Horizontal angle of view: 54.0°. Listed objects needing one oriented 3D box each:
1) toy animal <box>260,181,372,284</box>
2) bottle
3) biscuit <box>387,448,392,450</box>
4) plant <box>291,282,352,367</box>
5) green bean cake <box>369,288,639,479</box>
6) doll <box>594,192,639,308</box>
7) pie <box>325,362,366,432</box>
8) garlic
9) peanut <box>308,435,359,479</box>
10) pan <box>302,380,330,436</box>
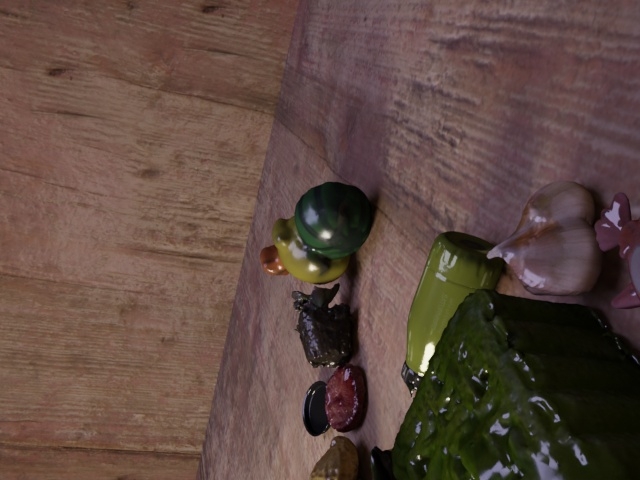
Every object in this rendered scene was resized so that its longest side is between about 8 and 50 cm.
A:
[{"bbox_3d":[0.001,0.002,1.524,0.338,0.216,0.191,-49,47,46],"label":"toy animal"},{"bbox_3d":[0.197,0.121,0.996,0.112,0.112,0.260,-118,40,-62],"label":"bottle"},{"bbox_3d":[0.154,0.464,1.099,0.220,0.029,0.141,-115,39,-59],"label":"biscuit"},{"bbox_3d":[0.005,0.200,1.513,0.131,0.143,0.203,99,168,-65],"label":"plant"},{"bbox_3d":[0.217,0.248,0.707,0.335,0.218,0.319,-116,39,-58],"label":"green bean cake"},{"bbox_3d":[0.355,0.015,0.586,0.262,0.093,0.211,-128,43,-63],"label":"doll"},{"bbox_3d":[0.057,0.356,1.417,0.154,0.036,0.154,-30,54,54],"label":"pie"},{"bbox_3d":[0.289,-0.001,0.784,0.124,0.099,0.174,-23,45,48],"label":"garlic"},{"bbox_3d":[0.031,0.530,1.308,0.196,0.110,0.232,103,168,-59],"label":"peanut"},{"bbox_3d":[0.022,0.406,1.536,0.235,0.028,0.136,-34,49,54],"label":"pan"}]
